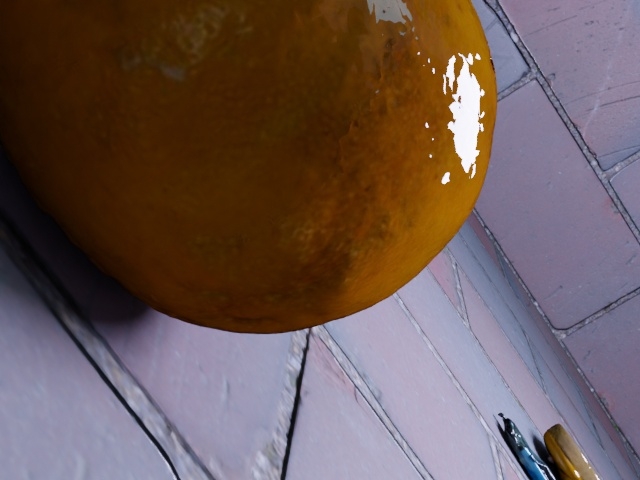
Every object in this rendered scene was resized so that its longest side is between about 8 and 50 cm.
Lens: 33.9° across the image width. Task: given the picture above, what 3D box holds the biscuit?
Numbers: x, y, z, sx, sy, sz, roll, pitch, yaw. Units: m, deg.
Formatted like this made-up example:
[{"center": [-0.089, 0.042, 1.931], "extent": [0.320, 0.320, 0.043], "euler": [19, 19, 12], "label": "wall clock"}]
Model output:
[{"center": [0.359, 0.336, 1.455], "extent": [0.170, 0.050, 0.170], "euler": [57, 4, -5], "label": "biscuit"}]

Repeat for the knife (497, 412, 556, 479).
[{"center": [0.299, 0.335, 1.263], "extent": [0.296, 0.026, 0.044], "euler": [57, 0, 1], "label": "knife"}]

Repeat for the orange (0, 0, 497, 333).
[{"center": [-0.037, -0.092, 0.535], "extent": [0.284, 0.226, 0.284], "euler": [48, 21, -25], "label": "orange"}]
